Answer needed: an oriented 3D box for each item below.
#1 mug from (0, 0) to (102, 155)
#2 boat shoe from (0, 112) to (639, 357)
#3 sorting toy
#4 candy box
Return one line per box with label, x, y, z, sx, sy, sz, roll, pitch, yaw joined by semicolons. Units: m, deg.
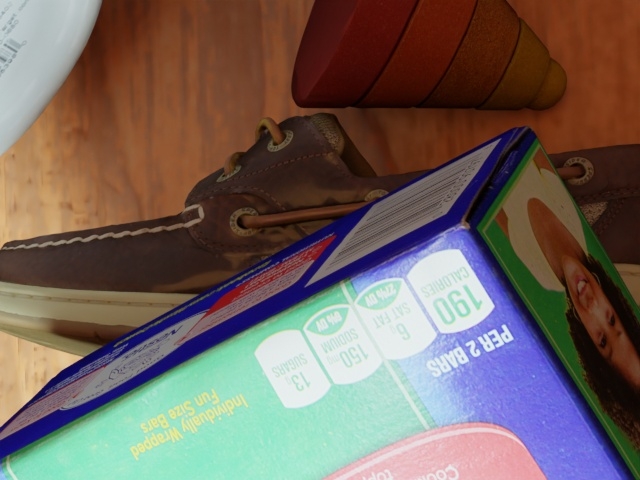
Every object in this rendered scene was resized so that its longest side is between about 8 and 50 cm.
mug;-0.251;-0.214;0.688;0.328;0.276;0.374;38;78;9
boat shoe;0.000;0.000;0.664;0.342;0.123;0.123;-2;74;16
sorting toy;0.112;-0.209;0.664;0.126;0.127;0.365;24;91;-12
candy box;0.043;0.159;0.546;0.268;0.122;0.317;-29;100;29
